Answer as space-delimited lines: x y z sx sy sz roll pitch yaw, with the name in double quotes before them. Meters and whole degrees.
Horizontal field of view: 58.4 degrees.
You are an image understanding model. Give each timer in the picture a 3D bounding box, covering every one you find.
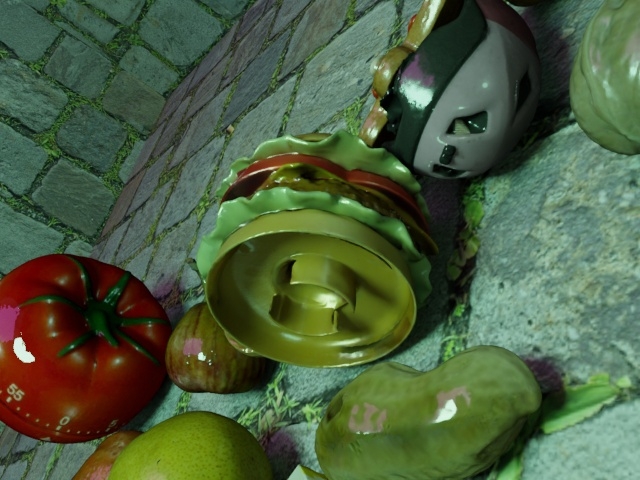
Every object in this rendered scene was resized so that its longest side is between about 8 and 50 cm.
"timer" -0.496 0.213 1.151 0.279 0.378 0.378 -41 32 25

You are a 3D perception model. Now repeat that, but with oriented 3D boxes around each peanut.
"peanut" 0.090 0.163 0.528 0.236 0.110 0.120 -36 17 33

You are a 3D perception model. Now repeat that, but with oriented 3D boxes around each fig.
"fig" -0.166 0.160 0.902 0.149 0.148 0.202 -52 35 29

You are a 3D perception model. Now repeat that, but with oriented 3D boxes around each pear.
"pear" -0.150 0.312 0.668 0.209 0.208 0.209 -40 32 32

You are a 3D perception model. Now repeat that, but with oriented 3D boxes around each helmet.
"helmet" 0.181 -0.170 0.670 0.253 0.154 0.198 -37 -26 -31

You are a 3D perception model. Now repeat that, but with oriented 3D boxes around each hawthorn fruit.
"hawthorn fruit" -0.281 0.378 0.854 0.189 0.189 0.189 -40 32 32

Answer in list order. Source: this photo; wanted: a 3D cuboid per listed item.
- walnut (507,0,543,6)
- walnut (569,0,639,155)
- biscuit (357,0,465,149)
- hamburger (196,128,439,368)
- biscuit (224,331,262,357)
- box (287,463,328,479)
"walnut" 0.310 -0.401 0.758 0.207 0.115 0.116 -52 27 -5
"walnut" 0.291 -0.154 0.497 0.162 0.140 0.140 -54 25 -16
"biscuit" 0.121 -0.225 0.718 0.205 0.049 0.324 -26 -35 -56
"hamburger" 0.000 0.000 0.679 0.274 0.274 0.212 -36 31 37
"biscuit" -0.049 0.026 0.880 0.215 0.047 0.340 -1 54 23
"box" 0.011 0.347 0.478 0.168 0.097 0.265 -53 27 7
